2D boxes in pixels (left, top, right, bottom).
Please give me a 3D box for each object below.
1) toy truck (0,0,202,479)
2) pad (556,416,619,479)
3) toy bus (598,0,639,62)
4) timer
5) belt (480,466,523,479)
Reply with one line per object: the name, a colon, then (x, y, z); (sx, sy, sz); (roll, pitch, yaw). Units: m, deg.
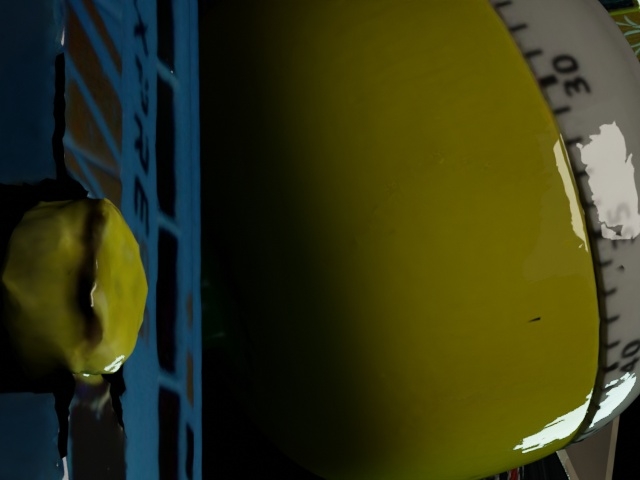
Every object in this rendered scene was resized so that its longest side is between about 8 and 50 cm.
toy truck: (-0.126, -0.054, 0.597); (0.162, 0.161, 0.385); (40, 46, -71)
pad: (0.205, 0.103, 1.420); (0.266, 0.002, 0.176); (62, 31, -37)
toy bus: (0.229, -0.280, 1.438); (0.167, 0.138, 0.275); (44, 47, -51)
timer: (0.000, 0.000, 0.788); (0.285, 0.285, 0.285); (31, 55, -59)
belt: (0.105, 0.101, 1.087); (0.094, 0.126, 0.359); (73, 31, -41)
